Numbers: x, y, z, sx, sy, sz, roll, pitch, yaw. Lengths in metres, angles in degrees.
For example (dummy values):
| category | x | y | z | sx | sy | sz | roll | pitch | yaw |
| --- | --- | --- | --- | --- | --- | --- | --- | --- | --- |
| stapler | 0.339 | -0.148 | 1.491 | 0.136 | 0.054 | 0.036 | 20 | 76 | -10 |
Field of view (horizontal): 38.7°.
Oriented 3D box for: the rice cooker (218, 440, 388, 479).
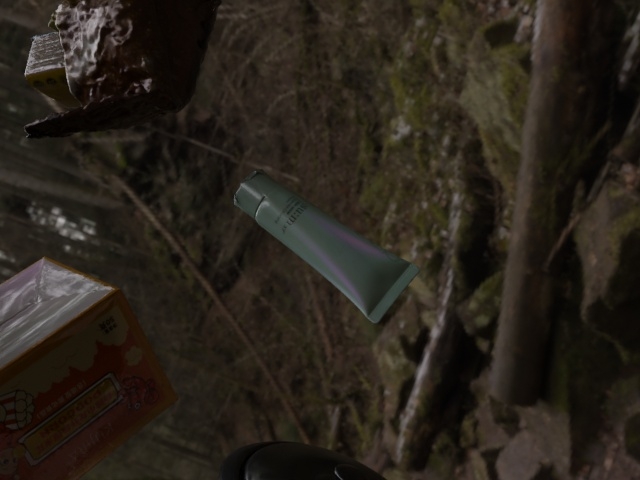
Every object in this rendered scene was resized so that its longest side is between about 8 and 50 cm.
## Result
| category | x | y | z | sx | sy | sz | roll | pitch | yaw |
| --- | --- | --- | --- | --- | --- | --- | --- | --- | --- |
| rice cooker | -0.012 | 0.325 | 0.907 | 0.227 | 0.280 | 0.241 | -66 | 18 | 14 |

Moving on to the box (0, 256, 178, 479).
| category | x | y | z | sx | sy | sz | roll | pitch | yaw |
| --- | --- | --- | --- | --- | --- | --- | --- | --- | --- |
| box | -0.399 | 0.199 | 1.251 | 0.283 | 0.214 | 0.259 | -38 | 32 | -28 |

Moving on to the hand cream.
| category | x | y | z | sx | sy | sz | roll | pitch | yaw |
| --- | --- | --- | --- | --- | --- | --- | --- | --- | --- |
| hand cream | 0.000 | 0.000 | 0.955 | 0.078 | 0.205 | 0.050 | -49 | -15 | -21 |

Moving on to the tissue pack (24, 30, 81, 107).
| category | x | y | z | sx | sy | sz | roll | pitch | yaw |
| --- | --- | --- | --- | --- | --- | --- | --- | --- | --- |
| tissue pack | -0.324 | -0.254 | 1.327 | 0.120 | 0.169 | 0.082 | 34 | -127 | -62 |

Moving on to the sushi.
| category | x | y | z | sx | sy | sz | roll | pitch | yaw |
| --- | --- | --- | --- | --- | --- | --- | --- | --- | --- |
| sushi | -0.196 | -0.219 | 0.976 | 0.179 | 0.167 | 0.296 | -10 | 63 | 38 |
